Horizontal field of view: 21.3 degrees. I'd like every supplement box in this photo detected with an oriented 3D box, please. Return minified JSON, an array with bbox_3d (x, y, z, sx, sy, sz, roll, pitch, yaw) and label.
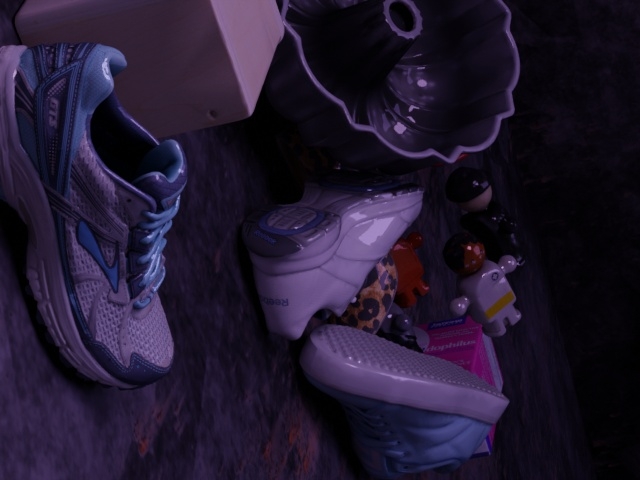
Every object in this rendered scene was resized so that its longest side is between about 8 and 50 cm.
[{"bbox_3d":[0.168,0.194,2.231,0.220,0.111,0.114,-62,138,-68],"label":"supplement box"}]

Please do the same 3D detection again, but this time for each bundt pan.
[{"bbox_3d":[0.050,-0.215,1.813,0.330,0.124,0.331,16,62,-33],"label":"bundt pan"}]

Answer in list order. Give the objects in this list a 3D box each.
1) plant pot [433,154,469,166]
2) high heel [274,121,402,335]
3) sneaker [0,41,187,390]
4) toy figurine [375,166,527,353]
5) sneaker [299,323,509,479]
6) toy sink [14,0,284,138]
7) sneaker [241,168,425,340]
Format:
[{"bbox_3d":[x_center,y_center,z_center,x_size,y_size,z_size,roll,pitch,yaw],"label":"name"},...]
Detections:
[{"bbox_3d":[0.146,-0.199,2.304,0.174,0.191,0.191,64,19,-65],"label":"plant pot"},{"bbox_3d":[0.000,0.000,1.887,0.186,0.093,0.261,17,78,-42],"label":"high heel"},{"bbox_3d":[-0.146,-0.011,1.183,0.110,0.122,0.283,-80,154,-53],"label":"sneaker"},{"bbox_3d":[0.135,0.029,2.043,0.148,0.213,0.209,61,24,-26],"label":"toy figurine"},{"bbox_3d":[0.083,0.200,1.885,0.366,0.135,0.150,23,97,-51],"label":"sneaker"},{"bbox_3d":[-0.122,-0.181,1.345,0.234,0.152,0.131,-78,153,-58],"label":"toy sink"},{"bbox_3d":[0.013,0.006,1.771,0.297,0.111,0.129,-28,125,-51],"label":"sneaker"}]
